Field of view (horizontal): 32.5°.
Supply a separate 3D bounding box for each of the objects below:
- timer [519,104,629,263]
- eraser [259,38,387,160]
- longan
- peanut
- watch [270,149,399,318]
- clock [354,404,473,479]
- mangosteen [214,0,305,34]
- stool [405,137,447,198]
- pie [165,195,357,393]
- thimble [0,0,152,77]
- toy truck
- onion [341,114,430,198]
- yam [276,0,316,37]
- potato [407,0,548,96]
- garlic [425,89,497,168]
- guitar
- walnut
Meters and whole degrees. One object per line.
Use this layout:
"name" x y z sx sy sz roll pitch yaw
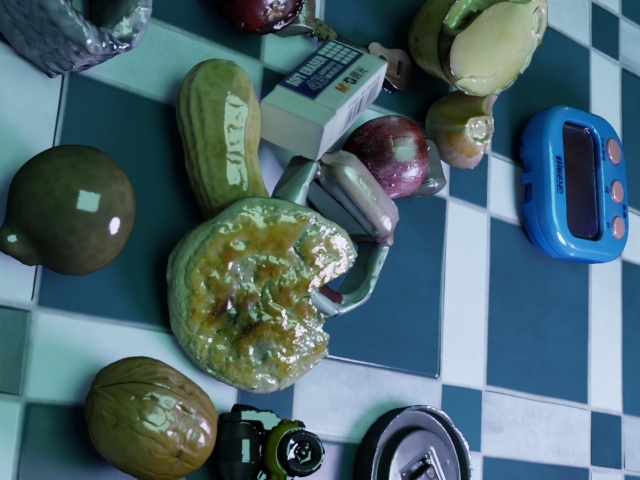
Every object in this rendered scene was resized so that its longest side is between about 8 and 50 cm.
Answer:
"timer" 0.562 -0.121 2.429 0.309 0.115 0.340 9 76 -43
"eraser" 0.006 -0.248 1.891 0.124 0.081 0.279 25 39 12
"longan" -0.358 -0.037 1.536 0.204 0.159 0.185 -29 104 -25
"peanut" -0.150 -0.138 1.761 0.147 0.147 0.305 -7 87 -43
"watch" 0.000 0.000 1.883 0.253 0.162 0.241 50 66 -21
"clock" 0.173 0.441 2.006 0.280 0.055 0.280 10 76 -42
"mangosteen" -0.110 -0.440 1.850 0.166 0.166 0.180 -2 59 -43
"stool" 0.188 -0.138 2.103 0.096 0.096 0.110 -4 80 -43
"pie" -0.096 0.088 1.733 0.337 0.075 0.337 -7 110 -21
"thimble" -0.363 -0.371 1.591 0.217 0.157 0.245 -14 93 -43
"toy truck" -0.100 0.379 1.723 0.165 0.147 0.224 18 72 -14
"onion" 0.100 -0.148 1.985 0.195 0.159 0.159 -8 87 -30
"yam" -0.042 -0.437 1.952 0.079 0.079 0.141 9 79 -42
"potato" 0.287 -0.410 2.155 0.285 0.242 0.242 -49 116 -17
"garlic" 0.294 -0.235 2.173 0.145 0.164 0.245 50 33 -14
"guitar" 0.071 -0.354 2.068 0.271 0.038 0.084 18 70 -42
"walnut" -0.246 0.259 1.583 0.207 0.167 0.167 37 59 -29
